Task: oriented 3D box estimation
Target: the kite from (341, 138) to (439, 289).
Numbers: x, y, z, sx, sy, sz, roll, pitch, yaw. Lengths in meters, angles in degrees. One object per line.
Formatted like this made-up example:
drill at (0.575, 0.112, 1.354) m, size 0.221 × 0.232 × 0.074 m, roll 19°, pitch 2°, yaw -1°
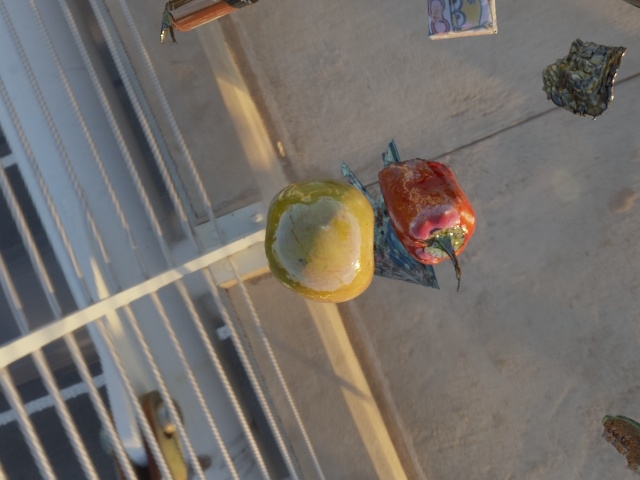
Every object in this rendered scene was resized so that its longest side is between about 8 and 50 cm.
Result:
kite at (0.129, -0.032, 1.394) m, size 0.014 × 0.406 × 0.368 m, roll -20°, pitch 54°, yaw -21°

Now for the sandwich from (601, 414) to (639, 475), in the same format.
sandwich at (0.464, 0.301, 1.026) m, size 0.068 × 0.135 × 0.029 m, roll 4°, pitch 114°, yaw -9°

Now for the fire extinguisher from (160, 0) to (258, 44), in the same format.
fire extinguisher at (-0.150, -0.294, 0.877) m, size 0.177 × 0.050 × 0.062 m, roll -5°, pitch 93°, yaw 43°

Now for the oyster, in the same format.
oyster at (0.373, -0.236, 1.005) m, size 0.056 × 0.177 × 0.105 m, roll 4°, pitch 111°, yaw -12°

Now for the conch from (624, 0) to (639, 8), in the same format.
conch at (0.248, -0.255, 0.468) m, size 0.182 × 0.124 × 0.187 m, roll -26°, pitch 104°, yaw 5°

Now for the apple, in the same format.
apple at (0.000, 0.000, 0.996) m, size 0.155 × 0.182 × 0.182 m, roll -1°, pitch 97°, yaw 2°

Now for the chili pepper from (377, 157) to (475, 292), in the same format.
chili pepper at (0.125, -0.019, 0.768) m, size 0.086 × 0.192 × 0.084 m, roll -35°, pitch 135°, yaw 23°

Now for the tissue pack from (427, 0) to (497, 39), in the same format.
tissue pack at (0.330, -0.538, 1.632) m, size 0.155 × 0.065 × 0.115 m, roll -2°, pitch 95°, yaw 20°
